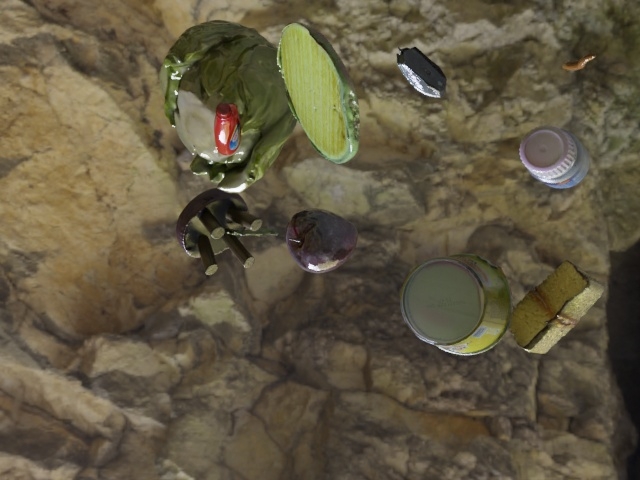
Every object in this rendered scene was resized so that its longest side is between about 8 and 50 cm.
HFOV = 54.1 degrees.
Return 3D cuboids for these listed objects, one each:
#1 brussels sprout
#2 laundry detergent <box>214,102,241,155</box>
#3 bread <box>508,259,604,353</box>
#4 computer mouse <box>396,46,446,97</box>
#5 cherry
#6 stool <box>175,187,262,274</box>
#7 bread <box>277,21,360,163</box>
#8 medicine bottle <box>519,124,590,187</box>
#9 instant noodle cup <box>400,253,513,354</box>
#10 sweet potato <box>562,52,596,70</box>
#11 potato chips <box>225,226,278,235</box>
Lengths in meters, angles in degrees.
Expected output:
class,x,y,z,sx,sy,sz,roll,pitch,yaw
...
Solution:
class,x,y,z,sx,sy,sz,roll,pitch,yaw
brussels sprout,-0.218,-0.380,1.706,0.361,0.342,0.426,-39,-51,-38
laundry detergent,-0.192,-0.243,1.299,0.165,0.049,0.098,109,176,-74
bread,0.649,0.193,1.733,0.266,0.141,0.178,-53,0,17
computer mouse,0.344,-0.579,2.182,0.231,0.071,0.126,37,-127,-11
cherry,0.000,-0.003,1.518,0.176,0.176,0.140,-73,7,-57
stool,-0.333,-0.026,2.120,0.178,0.272,0.272,43,165,37
bread,-0.005,-0.300,1.279,0.301,0.045,0.301,52,158,32
medicine bottle,0.347,-0.124,0.929,0.203,0.083,0.084,3,-98,-62
instant noodle cup,0.319,0.152,1.522,0.200,0.264,0.265,13,-107,-62
sweet potato,0.876,-0.602,2.139,0.179,0.044,0.044,-148,50,-78
potato chips,-0.242,-0.032,2.173,0.207,0.091,0.028,-4,-77,-46
